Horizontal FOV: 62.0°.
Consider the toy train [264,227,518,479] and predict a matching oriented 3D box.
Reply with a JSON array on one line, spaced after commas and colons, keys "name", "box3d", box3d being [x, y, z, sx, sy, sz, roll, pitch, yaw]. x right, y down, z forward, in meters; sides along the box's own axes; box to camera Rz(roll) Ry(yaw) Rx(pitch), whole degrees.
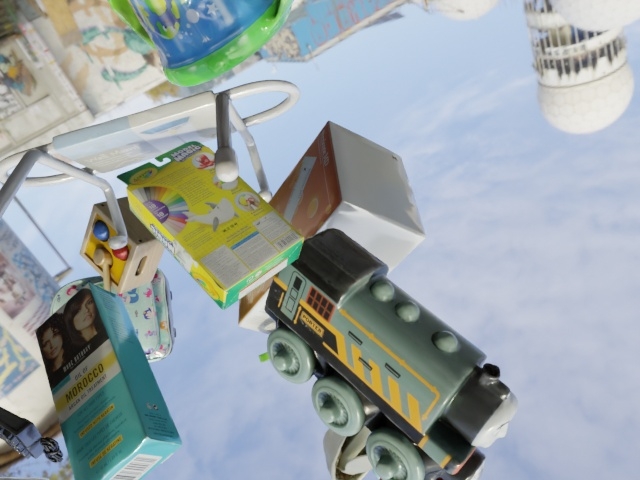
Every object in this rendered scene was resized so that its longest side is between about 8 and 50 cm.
[{"name": "toy train", "box3d": [0.065, 0.136, 0.629, 0.334, 0.190, 0.142, 39, -139, 25]}]

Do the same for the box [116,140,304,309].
[{"name": "box", "box3d": [-0.116, -0.025, 0.545, 0.105, 0.043, 0.179, -34, -111, -32]}]

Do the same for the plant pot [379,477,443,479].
[{"name": "plant pot", "box3d": [0.246, 0.628, 1.042, 0.267, 0.236, 0.267, 3, -127, 34]}]

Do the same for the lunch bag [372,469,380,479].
[{"name": "lunch bag", "box3d": [0.181, 0.527, 1.449, 0.107, 0.224, 0.279, -34, 165, 16]}]

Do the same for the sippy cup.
[{"name": "sippy cup", "box3d": [-0.196, -0.391, 0.793, 0.305, 0.224, 0.240, -26, -141, 13]}]

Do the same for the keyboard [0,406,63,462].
[{"name": "keyboard", "box3d": [-0.323, 0.206, 0.564, 0.023, 0.108, 0.180, -64, -174, -33]}]

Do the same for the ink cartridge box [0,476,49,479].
[{"name": "ink cartridge box", "box3d": [-0.691, 0.663, 1.048, 0.308, 0.385, 0.091, 0, -173, 1]}]

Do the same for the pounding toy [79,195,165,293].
[{"name": "pounding toy", "box3d": [-0.336, 0.028, 0.888, 0.130, 0.141, 0.100, 39, -149, 16]}]

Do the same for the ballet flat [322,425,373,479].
[{"name": "ballet flat", "box3d": [0.120, 0.318, 0.978, 0.139, 0.139, 0.400, -90, -156, -58]}]

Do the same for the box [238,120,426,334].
[{"name": "box", "box3d": [0.000, 0.000, 0.967, 0.345, 0.168, 0.215, -49, -148, 35]}]

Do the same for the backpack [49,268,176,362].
[{"name": "backpack", "box3d": [-0.467, 0.181, 1.195, 0.253, 0.225, 0.191, -7, 171, -9]}]

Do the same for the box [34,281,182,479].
[{"name": "box", "box3d": [-0.261, 0.171, 0.638, 0.100, 0.060, 0.244, -42, -127, 2]}]

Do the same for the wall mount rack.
[{"name": "wall mount rack", "box3d": [-0.177, -0.070, 0.547, 0.349, 0.131, 0.304, -17, 177, 1]}]

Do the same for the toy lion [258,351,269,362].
[{"name": "toy lion", "box3d": [-0.073, 0.199, 0.950, 0.096, 0.034, 0.100, -27, 167, 34]}]
